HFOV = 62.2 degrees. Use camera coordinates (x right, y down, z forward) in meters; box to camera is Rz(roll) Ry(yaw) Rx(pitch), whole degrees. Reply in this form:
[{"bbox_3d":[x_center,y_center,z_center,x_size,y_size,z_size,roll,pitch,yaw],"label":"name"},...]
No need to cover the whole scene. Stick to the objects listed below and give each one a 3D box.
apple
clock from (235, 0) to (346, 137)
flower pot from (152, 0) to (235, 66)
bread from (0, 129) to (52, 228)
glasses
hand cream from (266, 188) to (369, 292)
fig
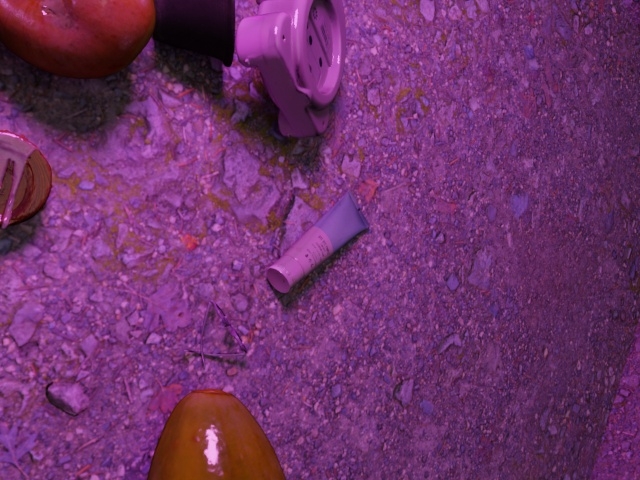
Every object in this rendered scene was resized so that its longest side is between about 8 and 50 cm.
[{"bbox_3d":[-0.399,-0.383,0.844,0.260,0.194,0.261,1,97,5],"label":"apple"},{"bbox_3d":[-0.037,-0.412,1.103,0.296,0.113,0.322,56,43,-56],"label":"clock"},{"bbox_3d":[-0.243,-0.445,0.980,0.148,0.235,0.236,-5,92,-17],"label":"flower pot"},{"bbox_3d":[-0.515,-0.097,0.847,0.160,0.073,0.161,0,89,-32],"label":"bread"},{"bbox_3d":[-0.222,0.204,1.078,0.103,0.062,0.140,-34,110,-7],"label":"glasses"},{"bbox_3d":[0.000,0.000,1.228,0.312,0.070,0.111,-40,110,-37],"label":"hand cream"},{"bbox_3d":[-0.193,0.436,0.967,0.257,0.258,0.327,0,71,-35],"label":"fig"}]
